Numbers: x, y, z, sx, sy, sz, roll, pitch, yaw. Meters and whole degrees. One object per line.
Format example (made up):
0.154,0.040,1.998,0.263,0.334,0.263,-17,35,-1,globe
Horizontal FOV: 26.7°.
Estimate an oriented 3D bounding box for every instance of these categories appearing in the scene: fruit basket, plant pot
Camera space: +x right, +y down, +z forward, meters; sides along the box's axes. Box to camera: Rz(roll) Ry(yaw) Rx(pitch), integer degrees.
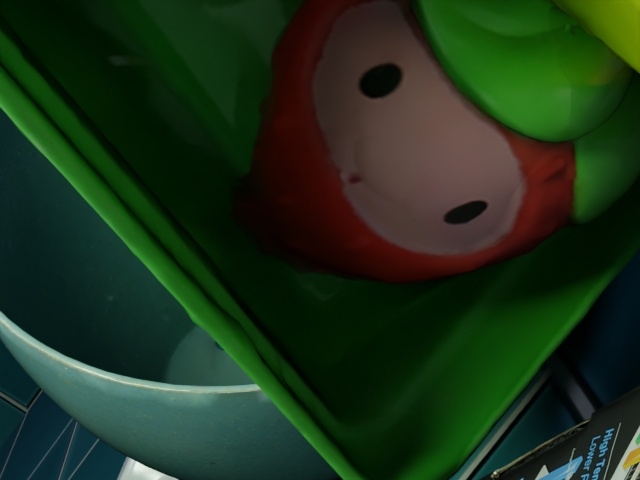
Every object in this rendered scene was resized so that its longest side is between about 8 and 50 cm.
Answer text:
0.059,-0.091,0.347,0.283,0.392,0.392,-49,10,-11,fruit basket
-0.032,0.022,0.729,0.195,0.290,0.290,85,-156,-47,plant pot

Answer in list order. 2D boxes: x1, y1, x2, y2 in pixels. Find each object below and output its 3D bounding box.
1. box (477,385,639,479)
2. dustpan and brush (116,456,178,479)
0.080,0.147,0.297,0.293,0.073,0.295,-42,16,46,box
-0.135,0.200,1.119,0.211,0.060,0.147,-171,105,-85,dustpan and brush
